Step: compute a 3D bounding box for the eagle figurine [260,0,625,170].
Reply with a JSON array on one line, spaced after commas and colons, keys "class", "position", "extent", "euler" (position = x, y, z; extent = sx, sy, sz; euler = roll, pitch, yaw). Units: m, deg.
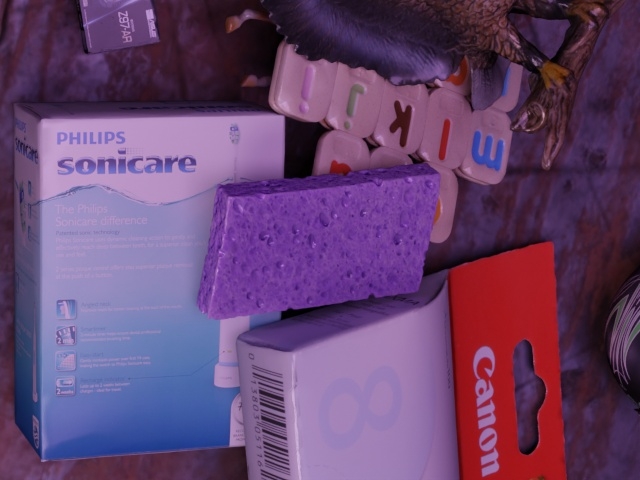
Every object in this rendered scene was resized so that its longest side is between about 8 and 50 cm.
[{"class": "eagle figurine", "position": [0.109, -0.231, 1.567], "extent": [0.298, 0.226, 0.225], "euler": [29, 114, -8]}]

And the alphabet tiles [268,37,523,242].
[{"class": "alphabet tiles", "position": [0.073, -0.147, 1.642], "extent": [0.284, 0.021, 0.278], "euler": [16, 80, -41]}]

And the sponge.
[{"class": "sponge", "position": [0.000, 0.000, 1.564], "extent": [0.210, 0.031, 0.117], "euler": [-7, 121, -29]}]

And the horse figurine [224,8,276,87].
[{"class": "horse figurine", "position": [0.000, -0.234, 1.637], "extent": [0.174, 0.066, 0.263], "euler": [-2, 95, -30]}]

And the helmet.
[{"class": "helmet", "position": [0.355, 0.087, 1.767], "extent": [0.169, 0.169, 0.161], "euler": [-33, 125, -10]}]

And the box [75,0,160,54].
[{"class": "box", "position": [-0.179, -0.209, 1.613], "extent": [0.067, 0.018, 0.083], "euler": [-11, 103, -16]}]

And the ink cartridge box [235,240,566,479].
[{"class": "ink cartridge box", "position": [0.109, 0.191, 1.679], "extent": [0.385, 0.091, 0.308], "euler": [-15, 108, -35]}]

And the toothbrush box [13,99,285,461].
[{"class": "toothbrush box", "position": [-0.152, 0.028, 1.607], "extent": [0.216, 0.126, 0.295], "euler": [-3, 102, -20]}]
